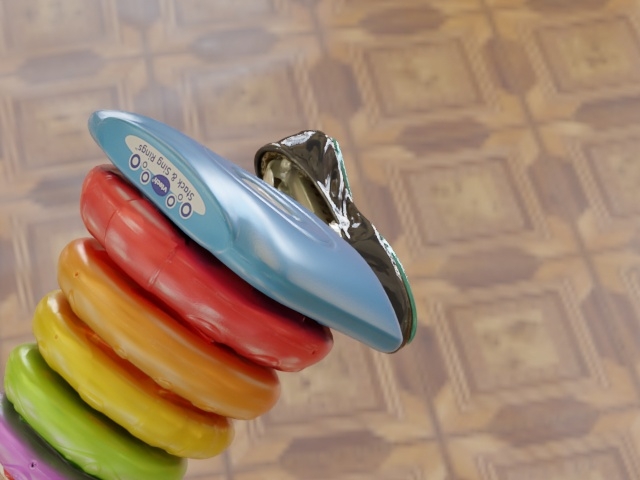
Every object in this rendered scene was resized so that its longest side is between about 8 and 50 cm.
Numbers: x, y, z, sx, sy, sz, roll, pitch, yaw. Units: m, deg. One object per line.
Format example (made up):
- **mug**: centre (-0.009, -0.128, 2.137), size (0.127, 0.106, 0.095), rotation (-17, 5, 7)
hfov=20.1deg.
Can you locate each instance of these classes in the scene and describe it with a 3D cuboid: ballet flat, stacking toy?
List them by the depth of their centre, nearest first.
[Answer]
- **stacking toy**: centre (-0.119, 0.093, 0.984), size (0.302, 0.165, 0.175), rotation (-52, 54, 6)
- **ballet flat**: centre (0.000, 0.000, 1.207), size (0.074, 0.074, 0.203), rotation (-13, 46, -11)
